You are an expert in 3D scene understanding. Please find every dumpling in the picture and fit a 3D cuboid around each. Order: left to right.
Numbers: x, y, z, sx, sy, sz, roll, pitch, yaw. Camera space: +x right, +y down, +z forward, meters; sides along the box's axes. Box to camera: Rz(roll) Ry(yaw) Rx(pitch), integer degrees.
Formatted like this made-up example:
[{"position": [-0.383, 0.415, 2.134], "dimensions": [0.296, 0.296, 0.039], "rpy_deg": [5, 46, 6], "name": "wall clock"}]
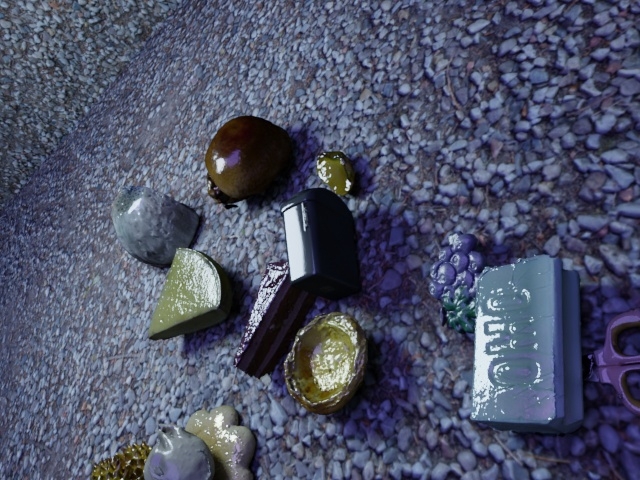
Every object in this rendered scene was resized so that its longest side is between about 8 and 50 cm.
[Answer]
[{"position": [-0.309, 0.524, 1.135], "dimensions": [0.247, 0.142, 0.172], "rpy_deg": [42, 134, 40], "name": "dumpling"}]

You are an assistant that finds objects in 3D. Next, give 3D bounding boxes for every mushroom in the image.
[{"position": [-0.221, -0.224, 1.447], "dimensions": [0.263, 0.195, 0.283], "rpy_deg": [35, 94, 41], "name": "mushroom"}]

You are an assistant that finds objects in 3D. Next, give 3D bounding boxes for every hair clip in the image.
[{"position": [0.263, 0.080, 0.962], "dimensions": [0.124, 0.052, 0.195], "rpy_deg": [-23, 63, 45], "name": "hair clip"}]

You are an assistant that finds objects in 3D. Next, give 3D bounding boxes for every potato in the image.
[{"position": [-0.321, 0.168, 1.400], "dimensions": [0.255, 0.112, 0.269], "rpy_deg": [6, 76, 40], "name": "potato"}]

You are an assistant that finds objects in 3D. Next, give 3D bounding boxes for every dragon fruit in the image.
[{"position": [-0.561, -0.043, 1.652], "dimensions": [0.283, 0.221, 0.204], "rpy_deg": [5, 66, 41], "name": "dragon fruit"}]

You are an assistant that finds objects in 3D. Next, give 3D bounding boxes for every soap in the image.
[{"position": [0.321, 0.161, 0.804], "dimensions": [0.150, 0.094, 0.261], "rpy_deg": [-15, 56, 44], "name": "soap"}]

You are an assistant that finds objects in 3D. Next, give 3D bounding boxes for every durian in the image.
[{"position": [-0.494, 0.621, 1.299], "dimensions": [0.260, 0.186, 0.154], "rpy_deg": [34, 100, 33], "name": "durian"}]

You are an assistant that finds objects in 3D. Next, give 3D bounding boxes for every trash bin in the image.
[{"position": [0.000, 0.000, 1.144], "dimensions": [0.101, 0.176, 0.236], "rpy_deg": [-24, 57, 31], "name": "trash bin"}]

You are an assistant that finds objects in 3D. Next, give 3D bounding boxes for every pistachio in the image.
[{"position": [0.048, -0.173, 1.277], "dimensions": [0.173, 0.049, 0.089], "rpy_deg": [49, 128, 43], "name": "pistachio"}]

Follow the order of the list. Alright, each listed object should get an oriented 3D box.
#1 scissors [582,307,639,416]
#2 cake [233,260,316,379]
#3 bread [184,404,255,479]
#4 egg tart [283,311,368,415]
[{"position": [0.416, 0.191, 0.771], "dimensions": [0.317, 0.024, 0.160], "rpy_deg": [-20, 57, 37], "name": "scissors"}, {"position": [-0.109, 0.174, 1.200], "dimensions": [0.113, 0.116, 0.295], "rpy_deg": [16, 78, 50], "name": "cake"}, {"position": [-0.268, 0.541, 1.199], "dimensions": [0.316, 0.054, 0.316], "rpy_deg": [-23, 54, 35], "name": "bread"}, {"position": [0.021, 0.252, 1.055], "dimensions": [0.212, 0.090, 0.212], "rpy_deg": [-18, 59, 33], "name": "egg tart"}]
